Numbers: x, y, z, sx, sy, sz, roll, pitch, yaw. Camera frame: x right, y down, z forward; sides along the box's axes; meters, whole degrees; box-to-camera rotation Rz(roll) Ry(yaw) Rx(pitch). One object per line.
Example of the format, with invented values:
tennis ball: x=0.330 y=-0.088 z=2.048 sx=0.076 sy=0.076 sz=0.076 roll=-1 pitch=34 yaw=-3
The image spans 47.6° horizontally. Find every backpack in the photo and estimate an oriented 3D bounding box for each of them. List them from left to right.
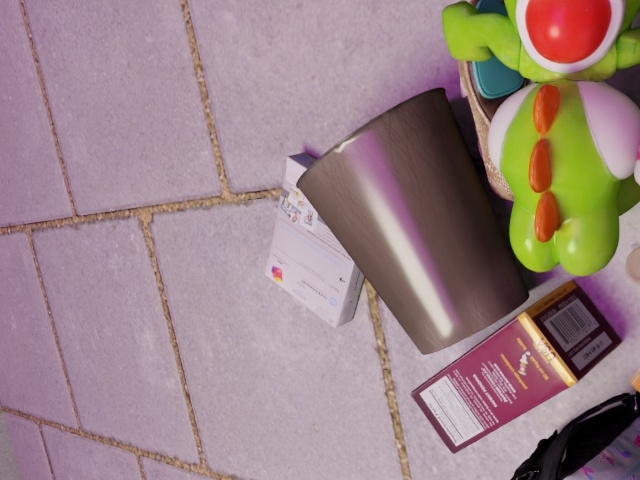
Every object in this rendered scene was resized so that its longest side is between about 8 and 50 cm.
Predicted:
backpack: x=0.249 y=0.233 z=0.674 sx=0.115 sy=0.182 sz=0.152 roll=51 pitch=133 yaw=19

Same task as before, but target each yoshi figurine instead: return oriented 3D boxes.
yoshi figurine: x=0.213 y=-0.158 z=0.594 sx=0.203 sy=0.203 sz=0.362 roll=-149 pitch=57 yaw=-67

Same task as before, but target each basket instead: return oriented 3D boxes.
basket: x=0.105 y=-0.009 z=0.763 sx=0.204 sy=0.154 sz=0.226 roll=-34 pitch=83 yaw=46

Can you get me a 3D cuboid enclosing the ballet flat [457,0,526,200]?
ballet flat: x=0.168 y=-0.133 z=0.713 sx=0.067 sy=0.073 sz=0.206 roll=-12 pitch=92 yaw=66

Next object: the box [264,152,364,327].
box: x=0.000 y=0.000 z=0.947 sx=0.145 sy=0.038 sz=0.186 roll=34 pitch=125 yaw=33

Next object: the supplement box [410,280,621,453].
supplement box: x=0.196 y=0.134 z=0.749 sx=0.080 sy=0.104 sz=0.188 roll=55 pitch=135 yaw=15

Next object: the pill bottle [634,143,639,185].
pill bottle: x=0.313 y=-0.158 z=0.459 sx=0.160 sy=0.160 sz=0.283 roll=17 pitch=100 yaw=41

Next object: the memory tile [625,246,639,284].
memory tile: x=0.327 y=0.046 z=0.603 sx=0.113 sy=0.012 sz=0.148 roll=-45 pitch=44 yaw=35

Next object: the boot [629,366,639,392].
boot: x=0.300 y=0.153 z=0.545 sx=0.152 sy=0.073 sz=0.197 roll=35 pitch=101 yaw=33
